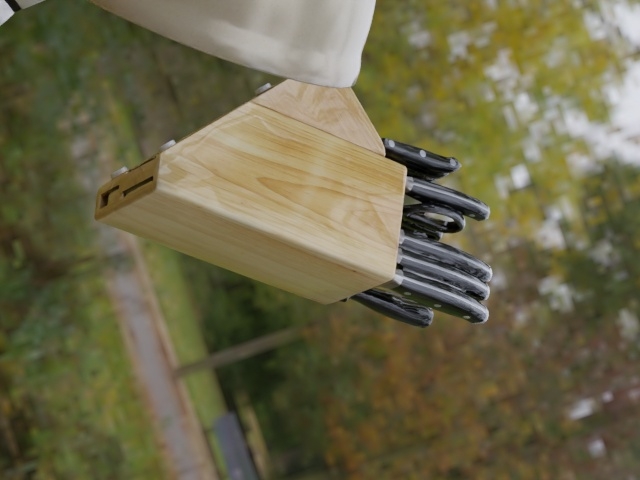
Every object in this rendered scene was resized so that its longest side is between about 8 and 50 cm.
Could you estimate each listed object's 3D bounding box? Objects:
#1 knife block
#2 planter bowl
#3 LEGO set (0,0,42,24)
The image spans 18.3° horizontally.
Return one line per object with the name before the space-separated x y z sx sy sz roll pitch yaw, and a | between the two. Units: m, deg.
knife block | 0.000 0.000 1.474 0.088 0.276 0.242 -25 -83 50
planter bowl | -0.039 -0.154 0.954 0.162 0.162 0.109 -116 -134 -71
LEGO set | -0.172 -0.237 1.167 0.087 0.093 0.227 53 27 -41
